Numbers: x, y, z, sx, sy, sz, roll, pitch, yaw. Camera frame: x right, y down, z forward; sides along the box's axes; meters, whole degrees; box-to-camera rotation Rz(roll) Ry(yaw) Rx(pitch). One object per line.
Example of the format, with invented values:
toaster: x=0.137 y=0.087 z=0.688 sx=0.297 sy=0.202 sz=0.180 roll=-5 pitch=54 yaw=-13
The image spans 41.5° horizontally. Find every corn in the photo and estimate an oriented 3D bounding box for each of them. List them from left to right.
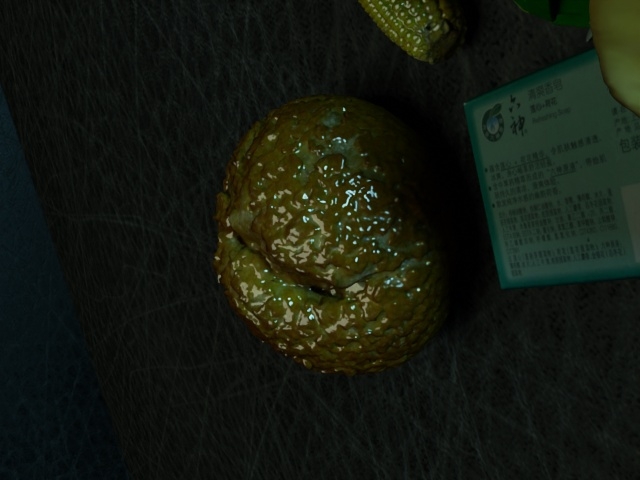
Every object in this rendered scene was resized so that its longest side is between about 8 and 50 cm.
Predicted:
corn: x=0.048 y=-0.255 z=0.747 sx=0.231 sy=0.080 sz=0.080 roll=58 pitch=150 yaw=19

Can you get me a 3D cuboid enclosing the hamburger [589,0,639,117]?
hamburger: x=0.245 y=-0.157 z=0.306 sx=0.276 sy=0.237 sz=0.276 roll=22 pitch=163 yaw=7

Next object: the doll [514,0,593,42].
doll: x=0.154 y=-0.210 z=0.548 sx=0.186 sy=0.106 sz=0.134 roll=33 pitch=150 yaw=33

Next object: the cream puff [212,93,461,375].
cream puff: x=0.000 y=0.000 z=0.868 sx=0.303 sy=0.212 sz=0.303 roll=33 pitch=131 yaw=49

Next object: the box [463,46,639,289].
box: x=0.214 y=-0.055 z=0.560 sx=0.245 sy=0.092 sz=0.153 roll=-12 pitch=90 yaw=62
